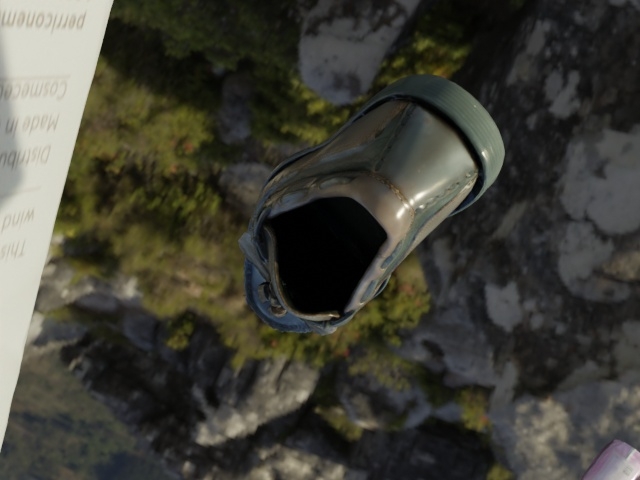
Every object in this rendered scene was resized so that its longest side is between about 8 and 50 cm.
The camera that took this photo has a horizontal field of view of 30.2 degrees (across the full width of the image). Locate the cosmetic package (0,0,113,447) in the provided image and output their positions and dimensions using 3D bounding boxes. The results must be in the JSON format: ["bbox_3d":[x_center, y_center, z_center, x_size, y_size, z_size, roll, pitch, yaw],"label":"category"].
[{"bbox_3d":[-0.330,-0.032,0.364,0.393,0.329,0.327,20,104,12],"label":"cosmetic package"}]

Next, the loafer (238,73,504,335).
[{"bbox_3d":[0.000,0.000,0.652,0.096,0.084,0.267,43,149,-1],"label":"loafer"}]

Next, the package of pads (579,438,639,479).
[{"bbox_3d":[0.198,0.185,0.857,0.032,0.083,0.050,39,166,13],"label":"package of pads"}]
